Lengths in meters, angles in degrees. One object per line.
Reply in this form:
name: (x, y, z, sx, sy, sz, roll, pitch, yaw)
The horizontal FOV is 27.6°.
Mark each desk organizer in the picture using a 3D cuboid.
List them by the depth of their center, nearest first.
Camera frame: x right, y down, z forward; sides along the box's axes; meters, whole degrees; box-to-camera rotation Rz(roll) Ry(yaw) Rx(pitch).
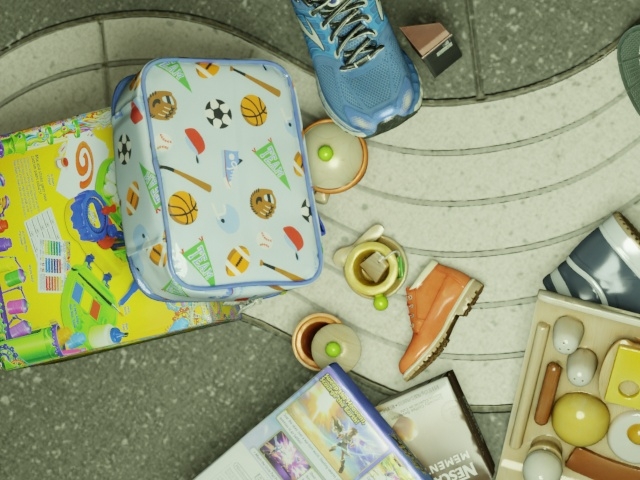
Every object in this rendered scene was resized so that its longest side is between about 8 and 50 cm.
desk organizer: (0.139, -0.249, 1.637, 0.047, 0.130, 0.050, -38, 80, 7)

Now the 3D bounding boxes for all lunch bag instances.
lunch bag: (-0.116, -0.065, 1.544, 0.115, 0.243, 0.303, -20, 76, 53)

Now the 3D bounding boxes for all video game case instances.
video game case: (0.009, 0.326, 1.571, 0.244, 0.061, 0.269, -41, 83, 10)

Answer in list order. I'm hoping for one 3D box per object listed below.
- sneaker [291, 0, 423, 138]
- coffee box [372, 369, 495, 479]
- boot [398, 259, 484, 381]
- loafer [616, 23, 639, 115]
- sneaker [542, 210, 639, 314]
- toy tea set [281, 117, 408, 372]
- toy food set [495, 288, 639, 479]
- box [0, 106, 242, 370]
sneaker: (0.021, -0.269, 1.601, 0.129, 0.147, 0.330, -27, 61, 7)
coffee box: (0.081, 0.277, 1.641, 0.246, 0.098, 0.141, -24, 85, 9)
boot: (0.133, 0.102, 1.665, 0.084, 0.059, 0.158, 32, 85, 13)
loafer: (0.468, -0.155, 1.613, 0.096, 0.084, 0.267, -43, 76, 37)
sneaker: (0.393, 0.118, 1.596, 0.153, 0.099, 0.282, -39, 89, 15)
toy tea set: (0.000, 0.000, 1.654, 0.200, 0.124, 0.336, -21, 84, 8)
toy food set: (0.337, 0.215, 1.553, 0.219, 0.092, 0.306, 14, 120, 11)
box: (-0.279, -0.005, 1.677, 0.279, 0.177, 0.290, -13, 85, 9)
